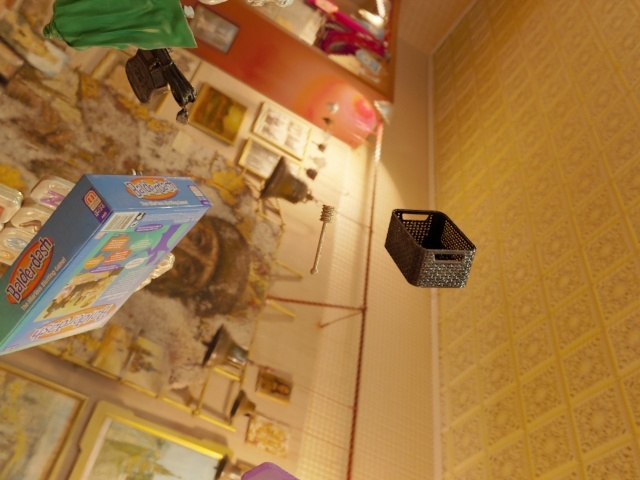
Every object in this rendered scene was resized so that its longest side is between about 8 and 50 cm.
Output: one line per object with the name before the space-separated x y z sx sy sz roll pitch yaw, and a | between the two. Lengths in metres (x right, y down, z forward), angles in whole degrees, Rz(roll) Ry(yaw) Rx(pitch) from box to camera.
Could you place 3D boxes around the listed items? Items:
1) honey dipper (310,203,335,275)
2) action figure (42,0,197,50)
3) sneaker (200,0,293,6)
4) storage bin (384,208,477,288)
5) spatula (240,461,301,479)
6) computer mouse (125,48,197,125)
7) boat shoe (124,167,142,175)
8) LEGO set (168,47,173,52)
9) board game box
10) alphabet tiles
honey dipper | 0.000 0.000 1.399 0.030 0.031 0.160 -145 -112 -74
action figure | -0.307 -0.332 0.928 0.063 0.232 0.137 -74 154 -61
sneaker | -0.065 -0.340 0.772 0.297 0.111 0.129 -59 153 -46
storage bin | 0.211 0.013 1.241 0.180 0.122 0.084 -117 -148 -60
spatula | -0.001 0.435 0.944 0.084 0.296 0.030 -37 -170 30
computer mouse | -0.305 -0.307 1.246 0.060 0.184 0.262 -30 -174 -25
boat shoe | -0.530 -0.104 1.808 0.081 0.069 0.227 50 -48 43
LEGO set | -0.398 -0.501 1.631 0.023 0.054 0.083 -47 -176 -20
board game box | -0.226 0.022 0.633 0.210 0.047 0.160 -45 168 18
alphabet tiles | -0.363 0.003 0.908 0.278 0.284 0.021 -28 -132 42
